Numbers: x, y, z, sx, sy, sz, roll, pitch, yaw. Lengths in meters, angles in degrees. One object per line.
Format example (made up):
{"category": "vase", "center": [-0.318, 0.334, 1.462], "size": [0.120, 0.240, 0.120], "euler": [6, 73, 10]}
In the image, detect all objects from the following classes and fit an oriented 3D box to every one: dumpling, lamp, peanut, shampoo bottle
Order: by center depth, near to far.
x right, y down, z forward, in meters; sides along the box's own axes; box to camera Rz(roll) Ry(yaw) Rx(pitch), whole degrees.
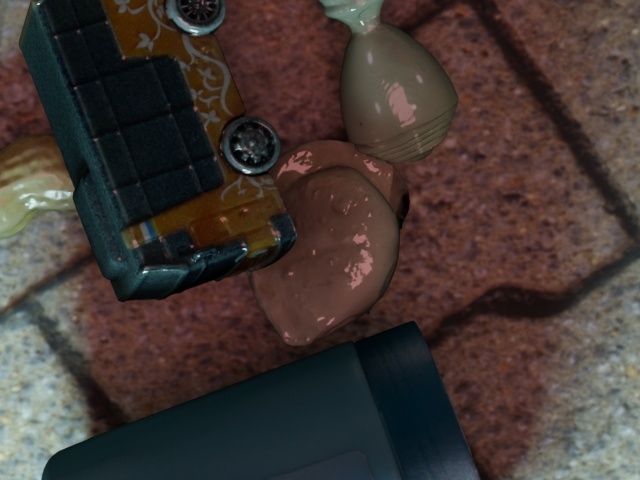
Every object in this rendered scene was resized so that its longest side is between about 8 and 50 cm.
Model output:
{"category": "shampoo bottle", "center": [-0.024, 0.278, 1.432], "size": [0.343, 0.331, 0.331], "euler": [-20, 98, -1]}
{"category": "lamp", "center": [0.053, -0.158, 1.492], "size": [0.106, 0.106, 0.193], "euler": [-23, 105, -1]}
{"category": "peanut", "center": [-0.265, -0.049, 1.505], "size": [0.187, 0.082, 0.082], "euler": [-17, 98, -4]}
{"category": "dumpling", "center": [0.000, -0.001, 1.521], "size": [0.150, 0.092, 0.176], "euler": [30, 101, 13]}

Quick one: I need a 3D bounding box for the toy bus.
{"category": "toy bus", "center": [-0.139, -0.092, 1.436], "size": [0.167, 0.138, 0.275], "euler": [-21, 84, -19]}
